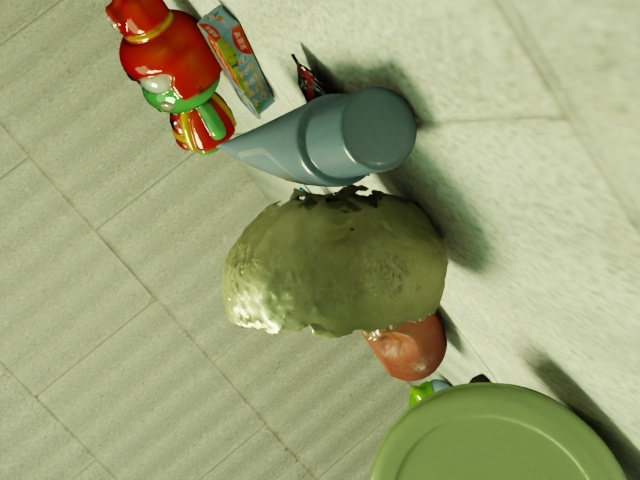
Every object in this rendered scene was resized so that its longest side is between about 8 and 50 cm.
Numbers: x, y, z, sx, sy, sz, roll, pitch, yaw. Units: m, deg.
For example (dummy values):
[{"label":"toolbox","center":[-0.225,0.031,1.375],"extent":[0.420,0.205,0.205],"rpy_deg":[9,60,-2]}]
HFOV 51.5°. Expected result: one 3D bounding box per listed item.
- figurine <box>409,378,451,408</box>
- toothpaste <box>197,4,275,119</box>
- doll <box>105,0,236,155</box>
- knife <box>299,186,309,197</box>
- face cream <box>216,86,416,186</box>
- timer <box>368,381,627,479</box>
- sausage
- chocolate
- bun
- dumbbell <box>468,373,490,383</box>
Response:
[{"label":"figurine","center":[0.350,0.482,1.781],"extent":[0.263,0.143,0.162],"rpy_deg":[39,180,8]},{"label":"toothpaste","center":[-0.112,-0.251,0.969],"extent":[0.070,0.044,0.193],"rpy_deg":[47,175,23]},{"label":"doll","center":[-0.265,-0.321,1.188],"extent":[0.182,0.160,0.363],"rpy_deg":[45,170,45]},{"label":"knife","center":[0.046,-0.006,1.487],"extent":[0.297,0.026,0.044],"rpy_deg":[50,-173,7]},{"label":"face cream","center":[-0.014,-0.098,0.709],"extent":[0.135,0.087,0.385],"rpy_deg":[15,177,-19]},{"label":"timer","center":[0.240,0.305,0.857],"extent":[0.291,0.291,0.315],"rpy_deg":[50,-165,15]},{"label":"sausage","center":[0.154,0.170,1.178],"extent":[0.148,0.148,0.254],"rpy_deg":[49,171,25]},{"label":"chocolate","center":[0.012,-0.136,0.757],"extent":[0.086,0.028,0.182],"rpy_deg":[45,171,26]},{"label":"bun","center":[0.014,0.014,0.737],"extent":[0.259,0.259,0.152],"rpy_deg":[-157,66,-80]},{"label":"dumbbell","center":[0.301,0.280,1.192],"extent":[0.083,0.040,0.036],"rpy_deg":[52,-154,-10]}]
